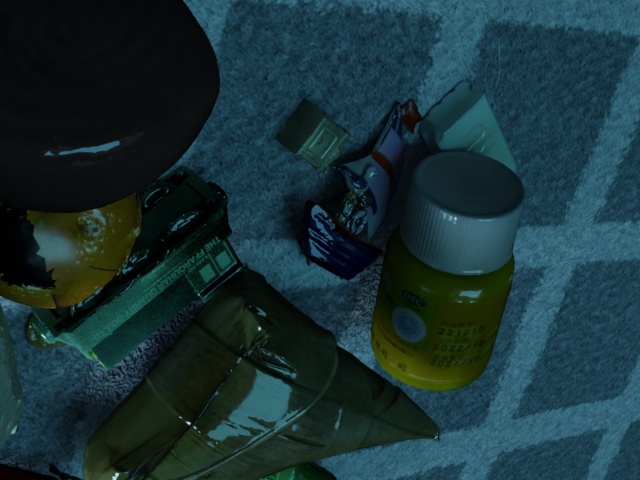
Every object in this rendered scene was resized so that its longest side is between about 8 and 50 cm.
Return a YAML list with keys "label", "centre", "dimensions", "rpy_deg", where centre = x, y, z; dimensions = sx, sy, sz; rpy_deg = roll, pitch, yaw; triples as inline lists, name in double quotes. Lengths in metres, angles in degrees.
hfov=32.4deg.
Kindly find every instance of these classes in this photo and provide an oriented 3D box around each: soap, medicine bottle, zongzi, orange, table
- label: "soap"
  centre: [0.255, -0.163, 1.898]
  dimensions: [0.119, 0.066, 0.198]
  rpy_deg: [-44, 137, -8]
- label: "medicine bottle"
  centre: [0.216, 0.055, 1.876]
  dimensions: [0.224, 0.224, 0.384]
  rpy_deg: [-18, 137, -29]
- label: "zongzi"
  centre: [-0.109, 0.360, 1.712]
  dimensions: [0.467, 0.218, 0.500]
  rpy_deg: [41, 93, -20]
- label: "orange"
  centre: [-0.341, -0.027, 1.401]
  dimensions: [0.234, 0.182, 0.234]
  rpy_deg: [-4, 96, -49]
- label: "table"
  centre: [-0.007, -0.157, 1.689]
  dimensions: [0.079, 0.062, 0.083]
  rpy_deg: [-52, 138, 4]

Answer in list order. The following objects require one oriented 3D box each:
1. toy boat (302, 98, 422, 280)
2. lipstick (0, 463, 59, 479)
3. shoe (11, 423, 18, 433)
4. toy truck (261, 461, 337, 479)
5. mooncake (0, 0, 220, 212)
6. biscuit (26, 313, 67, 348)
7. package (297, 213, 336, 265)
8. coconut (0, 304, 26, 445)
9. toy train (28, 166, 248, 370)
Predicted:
- label: "toy boat"
  centre: [0.079, -0.069, 1.813]
  dimensions: [0.318, 0.072, 0.219]
  rpy_deg: [-50, 139, -27]
- label: "lipstick"
  centre: [-0.495, 0.359, 1.620]
  dimensions: [0.241, 0.080, 0.080]
  rpy_deg: [30, 98, -40]
- label: "shoe"
  centre: [-0.477, 0.220, 1.574]
  dimensions: [0.071, 0.064, 0.143]
  rpy_deg: [-14, 124, -9]
- label: "toy truck"
  centre: [-0.030, 0.484, 2.097]
  dimensions: [0.125, 0.101, 0.242]
  rpy_deg: [-57, 135, -9]
- label: "mooncake"
  centre: [-0.281, -0.198, 1.281]
  dimensions: [0.326, 0.334, 0.174]
  rpy_deg: [8, 158, -15]
- label: "biscuit"
  centre: [-0.363, 0.121, 1.622]
  dimensions: [0.147, 0.018, 0.071]
  rpy_deg: [-10, 120, -36]
- label: "package"
  centre: [0.000, 0.000, 1.829]
  dimensions: [0.083, 0.029, 0.059]
  rpy_deg: [-38, 131, -20]
- label: "coconut"
  centre: [-0.528, 0.136, 1.253]
  dimensions: [0.344, 0.415, 0.415]
  rpy_deg: [-11, 128, -8]
- label: "toy train"
  centre: [-0.253, 0.051, 1.575]
  dimensions: [0.330, 0.138, 0.178]
  rpy_deg: [-40, 139, -13]
